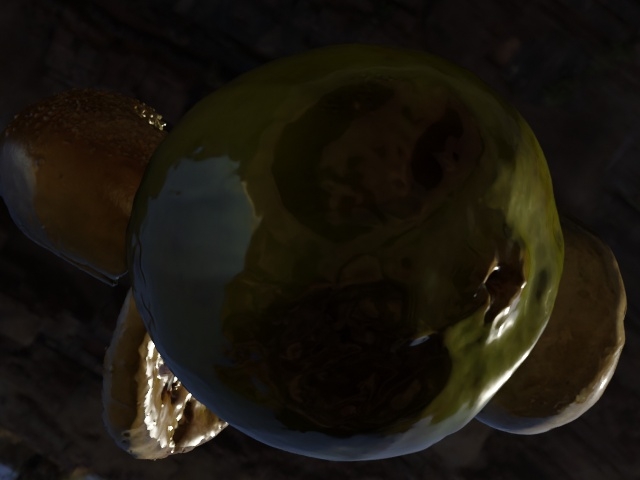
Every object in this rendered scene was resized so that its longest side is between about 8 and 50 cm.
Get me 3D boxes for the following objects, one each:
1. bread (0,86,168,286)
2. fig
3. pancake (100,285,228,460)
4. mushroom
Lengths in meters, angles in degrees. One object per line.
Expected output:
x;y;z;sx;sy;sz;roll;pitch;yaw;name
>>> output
-0.258;-0.085;1.349;0.192;0.171;0.314;27;-167;-7;bread
0.000;0.000;0.717;0.271;0.239;0.239;19;-164;42;fig
-0.096;0.087;1.271;0.065;0.356;0.356;36;-150;24;pancake
0.143;0.053;0.856;0.127;0.166;0.166;8;-139;-34;mushroom
